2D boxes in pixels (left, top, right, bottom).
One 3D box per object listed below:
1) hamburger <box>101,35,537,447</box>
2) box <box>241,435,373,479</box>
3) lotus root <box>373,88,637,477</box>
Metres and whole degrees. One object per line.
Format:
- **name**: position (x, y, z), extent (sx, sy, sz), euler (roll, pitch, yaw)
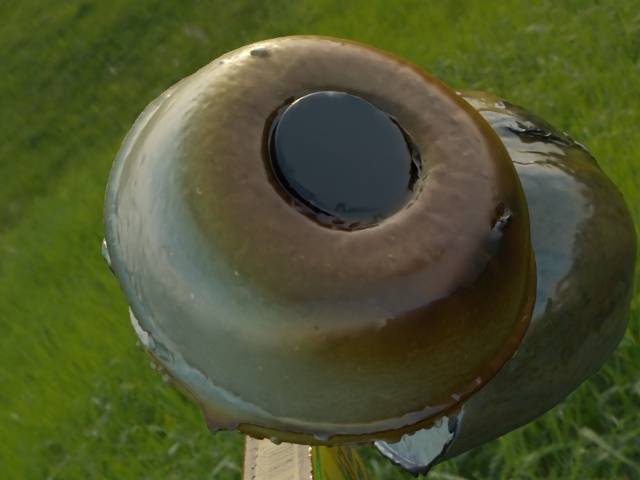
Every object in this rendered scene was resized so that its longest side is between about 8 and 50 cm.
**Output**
- **hamburger**: position (0.004, -0.002, 0.627), extent (0.236, 0.147, 0.237), euler (7, 56, -11)
- **box**: position (-0.004, 0.271, 1.247), extent (0.084, 0.193, 0.301), euler (-24, 17, 6)
- **lotus root**: position (0.096, 0.011, 0.836), extent (0.192, 0.272, 0.272), euler (-21, 36, -14)
